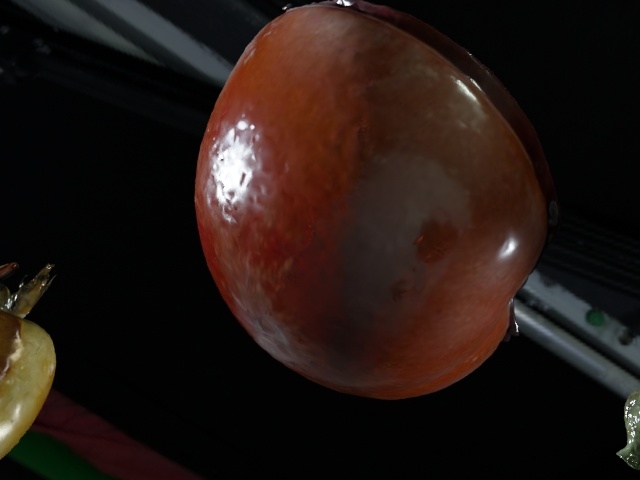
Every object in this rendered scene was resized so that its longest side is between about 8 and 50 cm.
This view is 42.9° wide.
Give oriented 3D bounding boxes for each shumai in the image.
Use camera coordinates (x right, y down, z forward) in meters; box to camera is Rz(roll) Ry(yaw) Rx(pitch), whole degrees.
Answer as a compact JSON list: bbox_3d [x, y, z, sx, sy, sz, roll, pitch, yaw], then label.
[{"bbox_3d":[0.350,0.209,0.872,0.083,0.080,0.082,35,-34,39],"label":"shumai"}]

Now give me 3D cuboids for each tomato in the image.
[{"bbox_3d":[0.000,0.000,0.408,0.199,0.112,0.228,33,-33,25],"label":"tomato"}]

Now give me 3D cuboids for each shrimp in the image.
[{"bbox_3d":[-0.512,0.077,1.377,0.162,0.045,0.095,-42,-111,14],"label":"shrimp"}]

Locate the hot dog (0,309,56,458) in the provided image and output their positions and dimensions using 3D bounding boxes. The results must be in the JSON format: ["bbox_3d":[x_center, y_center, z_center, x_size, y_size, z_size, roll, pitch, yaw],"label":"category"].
[{"bbox_3d":[-0.500,0.144,0.900,0.404,0.185,0.223,20,-35,0],"label":"hot dog"}]
